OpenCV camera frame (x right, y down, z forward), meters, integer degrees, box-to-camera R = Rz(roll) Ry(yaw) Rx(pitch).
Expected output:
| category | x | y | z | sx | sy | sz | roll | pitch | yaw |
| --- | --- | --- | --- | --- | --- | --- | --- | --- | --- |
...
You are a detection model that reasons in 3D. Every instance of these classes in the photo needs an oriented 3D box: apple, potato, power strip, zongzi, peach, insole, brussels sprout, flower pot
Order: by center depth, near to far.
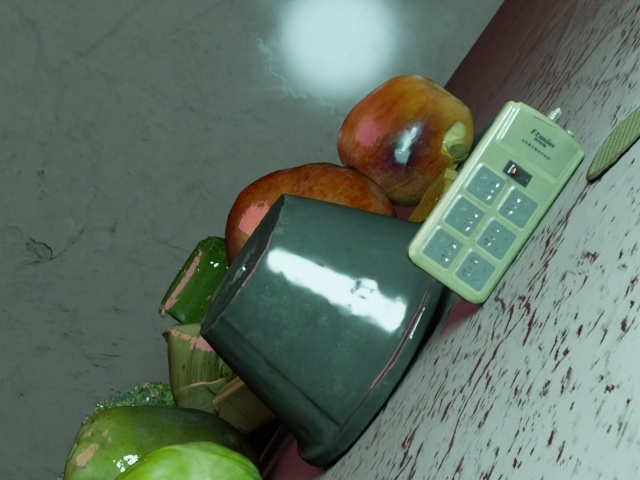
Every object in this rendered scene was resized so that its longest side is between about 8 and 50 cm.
| category | x | y | z | sx | sy | sz | roll | pitch | yaw |
| --- | --- | --- | --- | --- | --- | --- | --- | --- | --- |
| insole | 0.250 | -0.118 | 0.854 | 0.253 | 0.005 | 0.086 | -53 | 3 | 48 |
| power strip | 0.142 | -0.036 | 1.012 | 0.169 | 0.076 | 0.028 | -56 | 4 | -2 |
| brussels sprout | -0.139 | 0.282 | 1.168 | 0.223 | 0.161 | 0.223 | -46 | 1 | 1 |
| flower pot | -0.009 | 0.063 | 1.229 | 0.269 | 0.166 | 0.269 | -59 | 9 | 16 |
| power strip | -0.031 | 0.154 | 1.504 | 0.305 | 0.064 | 0.044 | -38 | 12 | 44 |
| potato | -0.182 | 0.269 | 1.508 | 0.197 | 0.228 | 0.148 | -139 | 66 | -81 |
| peach | 0.000 | 0.000 | 1.691 | 0.232 | 0.232 | 0.257 | -54 | 1 | 36 |
| zongzi | -0.097 | 0.248 | 1.749 | 0.274 | 0.145 | 0.300 | -7 | -83 | -60 |
| apple | 0.125 | -0.141 | 1.786 | 0.199 | 0.199 | 0.199 | -55 | 2 | 3 |

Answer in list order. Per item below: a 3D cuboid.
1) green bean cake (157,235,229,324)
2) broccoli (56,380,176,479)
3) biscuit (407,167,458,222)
| category | x | y | z | sx | sy | sz | roll | pitch | yaw |
| --- | --- | --- | --- | --- | --- | --- | --- | --- | --- |
| green bean cake | -0.122 | 0.113 | 2.105 | 0.156 | 0.250 | 0.247 | -56 | 1 | 1 |
| broccoli | -0.275 | 0.359 | 1.941 | 0.288 | 0.235 | 0.260 | -60 | 2 | -10 |
| biscuit | 0.111 | 0.010 | 1.380 | 0.166 | 0.036 | 0.225 | -57 | 7 | 26 |
